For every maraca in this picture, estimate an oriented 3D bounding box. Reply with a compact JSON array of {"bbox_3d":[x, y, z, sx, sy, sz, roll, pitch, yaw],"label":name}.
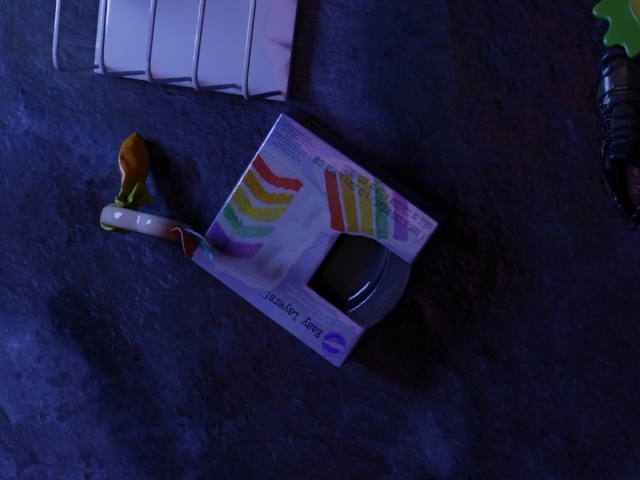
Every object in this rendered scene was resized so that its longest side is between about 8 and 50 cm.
[{"bbox_3d":[0.414,-0.289,1.634,0.185,0.099,0.127,-23,67,21],"label":"maraca"}]

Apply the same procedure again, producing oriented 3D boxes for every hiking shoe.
[{"bbox_3d":[0.377,-0.127,1.664,0.086,0.114,0.227,-8,97,17],"label":"hiking shoe"}]

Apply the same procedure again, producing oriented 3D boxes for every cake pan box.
[{"bbox_3d":[0.000,0.000,1.821,0.267,0.070,0.246,37,109,7],"label":"cake pan box"}]

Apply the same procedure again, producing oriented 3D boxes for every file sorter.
[{"bbox_3d":[-0.184,-0.289,1.770,0.277,0.173,0.193,10,101,15],"label":"file sorter"}]

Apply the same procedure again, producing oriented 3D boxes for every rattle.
[{"bbox_3d":[-0.198,-0.055,1.820,0.130,0.199,0.143,33,77,-28],"label":"rattle"}]
